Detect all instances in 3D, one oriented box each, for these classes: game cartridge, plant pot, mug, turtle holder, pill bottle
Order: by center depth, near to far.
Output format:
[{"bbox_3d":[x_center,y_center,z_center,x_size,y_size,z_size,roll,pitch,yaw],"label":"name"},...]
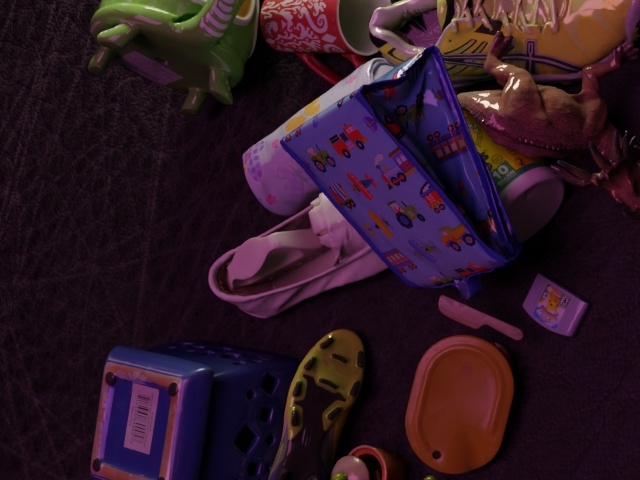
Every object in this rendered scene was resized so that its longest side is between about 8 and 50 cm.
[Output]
[{"bbox_3d":[0.290,0.083,1.790,0.083,0.017,0.056,34,110,39],"label":"game cartridge"},{"bbox_3d":[0.202,-0.100,1.825,0.117,0.117,0.208,-55,54,21],"label":"pill bottle"},{"bbox_3d":[0.000,-0.297,2.037,0.169,0.113,0.150,5,85,45],"label":"mug"},{"bbox_3d":[-0.185,0.264,2.047,0.236,0.212,0.236,8,89,42],"label":"plant pot"},{"bbox_3d":[-0.205,-0.343,2.106,0.243,0.320,0.227,19,76,5],"label":"turtle holder"}]

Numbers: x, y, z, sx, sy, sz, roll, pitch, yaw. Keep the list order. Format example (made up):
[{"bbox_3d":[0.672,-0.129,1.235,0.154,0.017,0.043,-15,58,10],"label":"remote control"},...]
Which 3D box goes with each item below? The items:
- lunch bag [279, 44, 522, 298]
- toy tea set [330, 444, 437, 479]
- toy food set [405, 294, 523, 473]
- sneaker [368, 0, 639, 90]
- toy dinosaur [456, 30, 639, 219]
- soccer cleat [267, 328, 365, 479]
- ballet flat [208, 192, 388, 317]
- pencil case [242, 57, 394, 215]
[{"bbox_3d":[0.115,-0.055,1.769,0.293,0.138,0.221,59,152,-3],"label":"lunch bag"},{"bbox_3d":[0.121,0.391,1.819,0.336,0.124,0.200,27,102,40],"label":"toy tea set"},{"bbox_3d":[0.188,0.186,1.837,0.128,0.071,0.218,16,98,15],"label":"toy food set"},{"bbox_3d":[0.230,-0.267,1.806,0.384,0.147,0.145,-12,74,38],"label":"sneaker"},{"bbox_3d":[0.270,-0.134,1.706,0.295,0.127,0.200,9,50,5],"label":"toy dinosaur"},{"bbox_3d":[-0.012,0.260,1.979,0.093,0.121,0.289,17,81,-2],"label":"soccer cleat"},{"bbox_3d":[0.000,0.000,1.978,0.400,0.139,0.139,-30,65,34],"label":"ballet flat"},{"bbox_3d":[0.019,-0.139,1.994,0.273,0.124,0.113,-31,35,32],"label":"pencil case"}]
